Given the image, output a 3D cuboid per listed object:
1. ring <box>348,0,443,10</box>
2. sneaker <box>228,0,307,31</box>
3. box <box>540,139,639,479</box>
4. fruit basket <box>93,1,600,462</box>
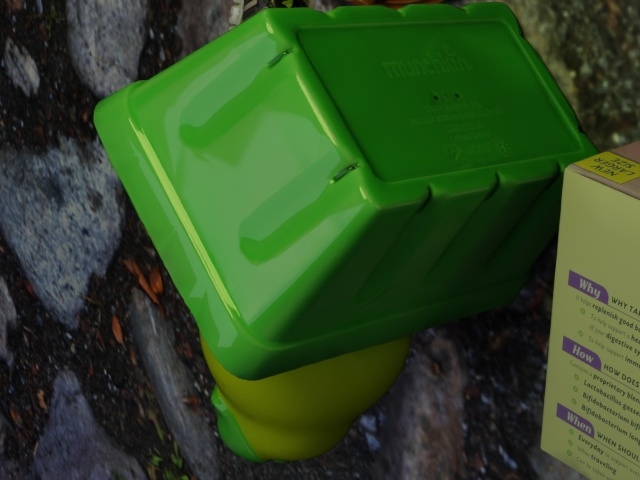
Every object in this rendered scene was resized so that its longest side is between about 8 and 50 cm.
[{"bbox_3d":[-0.034,-0.288,1.143,0.337,0.032,0.336,28,165,8],"label":"ring"},{"bbox_3d":[-0.047,-0.247,1.352,0.075,0.063,0.170,41,139,35],"label":"sneaker"},{"bbox_3d":[0.278,0.077,0.980,0.213,0.117,0.243,30,130,46],"label":"box"},{"bbox_3d":[0.000,0.000,1.121,0.283,0.392,0.392,61,146,16],"label":"fruit basket"}]
